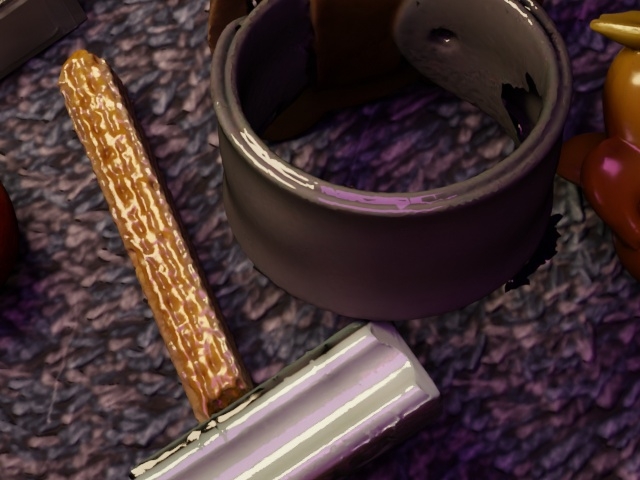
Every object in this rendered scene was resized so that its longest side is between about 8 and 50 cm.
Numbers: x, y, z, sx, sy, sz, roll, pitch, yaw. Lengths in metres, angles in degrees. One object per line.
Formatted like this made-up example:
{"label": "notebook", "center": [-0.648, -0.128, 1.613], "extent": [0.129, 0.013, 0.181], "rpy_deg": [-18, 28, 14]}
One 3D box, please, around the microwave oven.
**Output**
{"label": "microwave oven", "center": [-0.354, -0.275, 1.276], "extent": [0.162, 0.122, 0.208], "rpy_deg": [-36, 73, -6]}

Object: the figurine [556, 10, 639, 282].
{"label": "figurine", "center": [0.303, -0.078, 1.099], "extent": [0.215, 0.228, 0.215], "rpy_deg": [11, 40, -10]}

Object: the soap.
{"label": "soap", "center": [-0.023, 0.175, 1.087], "extent": [0.261, 0.150, 0.094], "rpy_deg": [-34, 69, -3]}

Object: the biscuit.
{"label": "biscuit", "center": [-0.149, -0.002, 1.185], "extent": [0.054, 0.094, 0.379], "rpy_deg": [-25, 72, -1]}

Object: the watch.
{"label": "watch", "center": [0.076, -0.117, 1.070], "extent": [0.335, 0.314, 0.327], "rpy_deg": [-13, 58, -9]}

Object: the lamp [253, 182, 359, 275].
{"label": "lamp", "center": [-0.001, 0.001, 1.199], "extent": [0.121, 0.041, 0.054], "rpy_deg": [-45, 82, -4]}

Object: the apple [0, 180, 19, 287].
{"label": "apple", "center": [-0.349, -0.016, 1.184], "extent": [0.147, 0.156, 0.158], "rpy_deg": [-2, 62, -11]}
